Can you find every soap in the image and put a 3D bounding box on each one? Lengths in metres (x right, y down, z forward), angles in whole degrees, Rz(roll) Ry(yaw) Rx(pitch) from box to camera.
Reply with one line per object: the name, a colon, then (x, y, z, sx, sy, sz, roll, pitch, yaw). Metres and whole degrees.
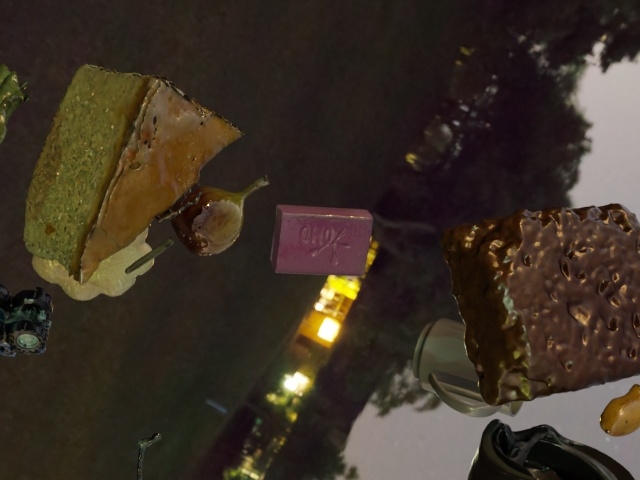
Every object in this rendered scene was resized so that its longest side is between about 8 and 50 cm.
soap: (0.001, 0.001, 1.994, 0.081, 0.259, 0.181, -123, -141, -66)

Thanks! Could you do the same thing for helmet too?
helmet: (0.396, 0.457, 1.303, 0.225, 0.305, 0.177, -115, -136, -69)

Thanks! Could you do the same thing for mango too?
mango: (0.817, 0.460, 1.961, 0.190, 0.098, 0.075, -28, 171, -30)

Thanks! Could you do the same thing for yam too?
yam: (-0.286, 0.026, 1.228, 0.107, 0.014, 0.014, -41, 162, -40)

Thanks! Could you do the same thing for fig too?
fig: (-0.203, -0.054, 1.562, 0.160, 0.230, 0.143, 98, -25, -50)

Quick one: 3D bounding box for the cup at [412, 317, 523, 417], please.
cup: (0.454, 0.408, 2.261, 0.323, 0.327, 0.237, -42, 137, -47)

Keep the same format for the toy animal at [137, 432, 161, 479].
toy animal: (-0.256, 0.430, 1.125, 0.070, 0.079, 0.253, 97, -21, -73)

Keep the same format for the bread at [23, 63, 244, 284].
bread: (-0.295, -0.101, 1.177, 0.279, 0.248, 0.315, 10, 97, -58)

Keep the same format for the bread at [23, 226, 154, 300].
bread: (-0.564, 0.017, 1.779, 0.054, 0.316, 0.316, -93, -156, -62)

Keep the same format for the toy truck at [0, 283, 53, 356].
toy truck: (-0.603, 0.152, 1.337, 0.113, 0.208, 0.126, -101, -148, -48)

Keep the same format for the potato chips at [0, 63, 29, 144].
potato chips: (-0.547, -0.097, 1.014, 0.373, 0.097, 0.389, -37, -143, 24)

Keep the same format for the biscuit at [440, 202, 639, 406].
biscuit: (0.444, 0.104, 1.332, 0.166, 0.395, 0.343, 148, -68, -65)
